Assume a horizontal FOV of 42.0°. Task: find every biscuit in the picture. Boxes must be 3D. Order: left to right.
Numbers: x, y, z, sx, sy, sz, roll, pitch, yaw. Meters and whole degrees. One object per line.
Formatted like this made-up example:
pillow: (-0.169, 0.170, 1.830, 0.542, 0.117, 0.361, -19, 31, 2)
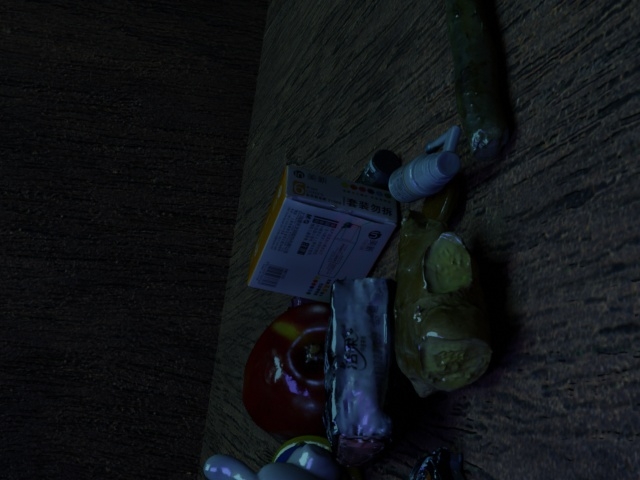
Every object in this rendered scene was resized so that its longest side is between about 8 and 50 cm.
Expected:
biscuit: (0.168, -0.017, 1.295, 0.138, 0.031, 0.205, -79, 10, -45)

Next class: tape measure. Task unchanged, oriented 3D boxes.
tape measure: (-0.041, 0.174, 1.858, 0.118, 0.074, 0.125, 121, 157, -54)
tape measure: (0.153, 0.324, 1.100, 0.091, 0.054, 0.094, -96, 28, -49)

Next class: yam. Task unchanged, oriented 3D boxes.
yam: (0.221, -0.251, 1.197, 0.071, 0.067, 0.317, 69, -164, -55)

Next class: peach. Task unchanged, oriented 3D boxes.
peach: (-0.048, 0.252, 1.596, 0.361, 0.201, 0.258, 139, 138, -67)

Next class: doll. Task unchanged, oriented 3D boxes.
doll: (0.002, 0.416, 1.384, 0.311, 0.242, 0.160, 24, 76, 36)

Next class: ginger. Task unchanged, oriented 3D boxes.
ginger: (0.159, 0.075, 1.111, 0.219, 0.123, 0.270, 93, -179, -50)

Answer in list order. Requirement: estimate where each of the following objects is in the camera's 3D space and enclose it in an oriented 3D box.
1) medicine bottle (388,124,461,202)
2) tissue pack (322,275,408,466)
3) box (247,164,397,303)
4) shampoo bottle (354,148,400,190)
medicine bottle: (0.162, -0.111, 1.241, 0.220, 0.061, 0.092, 159, 129, -80)
tissue pack: (0.064, 0.212, 1.269, 0.332, 0.123, 0.245, 90, 179, -69)
box: (0.000, 0.000, 1.555, 0.274, 0.220, 0.091, 119, 159, -46)
shampoo bottle: (0.086, -0.093, 1.592, 0.208, 0.063, 0.057, 121, 166, -54)
